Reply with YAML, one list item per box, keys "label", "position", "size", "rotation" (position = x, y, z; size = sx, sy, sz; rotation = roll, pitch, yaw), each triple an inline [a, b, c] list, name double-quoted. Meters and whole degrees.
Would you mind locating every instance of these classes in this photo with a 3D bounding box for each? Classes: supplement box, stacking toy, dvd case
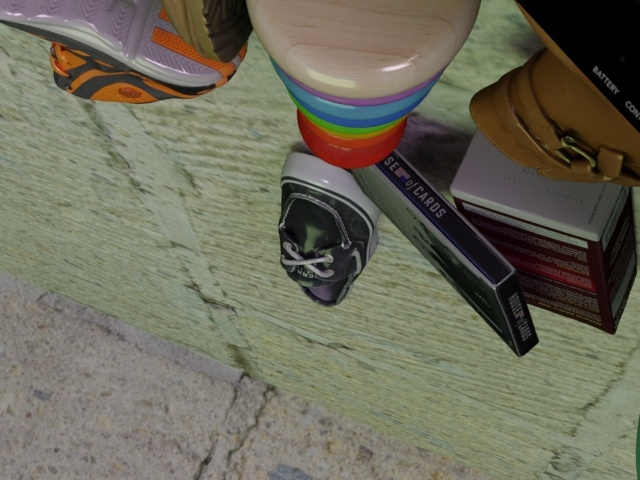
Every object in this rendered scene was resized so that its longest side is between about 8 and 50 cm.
- label: "supplement box"
  position: [0.201, -0.006, 1.084]
  size: [0.130, 0.073, 0.239]
  rotation: [19, 163, 22]
- label: "stacking toy"
  position: [0.030, -0.125, 0.877]
  size: [0.141, 0.141, 0.330]
  rotation: [23, 171, 6]
- label: "dvd case"
  position: [0.098, -0.012, 1.109]
  size: [0.239, 0.029, 0.179]
  rotation: [49, 177, 28]

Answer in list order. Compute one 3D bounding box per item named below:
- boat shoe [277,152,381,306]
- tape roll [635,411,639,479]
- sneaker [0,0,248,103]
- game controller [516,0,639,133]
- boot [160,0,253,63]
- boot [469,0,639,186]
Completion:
- label: "boat shoe"
  position: [0.000, 0.000, 1.348]
  size: [0.108, 0.102, 0.301]
  rotation: [22, 165, 9]
- label: "tape roll"
  position: [0.382, 0.145, 0.847]
  size: [0.321, 0.321, 0.077]
  rotation: [11, 159, 39]
- label: "sneaker"
  position: [-0.226, -0.191, 1.014]
  size: [0.321, 0.125, 0.180]
  rotation: [28, 163, -14]
- label: "game controller"
  position: [0.105, -0.140, 0.375]
  size: [0.067, 0.166, 0.319]
  rotation: [-5, -128, -50]
- label: "boot"
  position: [-0.170, -0.241, 0.777]
  size: [0.269, 0.089, 0.236]
  rotation: [16, 135, 23]
- label: "boot"
  position: [0.165, -0.110, 0.782]
  size: [0.283, 0.109, 0.220]
  rotation: [24, 170, -29]
